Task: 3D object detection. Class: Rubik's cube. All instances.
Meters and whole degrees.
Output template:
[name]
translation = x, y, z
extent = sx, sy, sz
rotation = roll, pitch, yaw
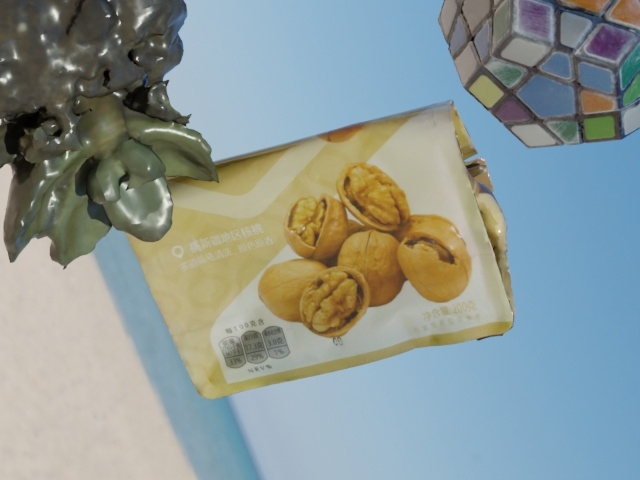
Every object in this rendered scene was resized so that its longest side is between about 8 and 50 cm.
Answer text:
[Rubik's cube]
translation = 0.103, -0.091, 0.549
extent = 0.111, 0.093, 0.111
rotation = -173, -90, -67

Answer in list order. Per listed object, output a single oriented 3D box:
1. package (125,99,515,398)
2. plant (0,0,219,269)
[package]
translation = 0.006, -0.010, 1.247
extent = 0.165, 0.311, 0.221
rotation = -72, 143, -65
[plant]
translation = -0.208, -0.140, 1.089
extent = 0.213, 0.215, 0.312
rotation = 99, -34, -77
